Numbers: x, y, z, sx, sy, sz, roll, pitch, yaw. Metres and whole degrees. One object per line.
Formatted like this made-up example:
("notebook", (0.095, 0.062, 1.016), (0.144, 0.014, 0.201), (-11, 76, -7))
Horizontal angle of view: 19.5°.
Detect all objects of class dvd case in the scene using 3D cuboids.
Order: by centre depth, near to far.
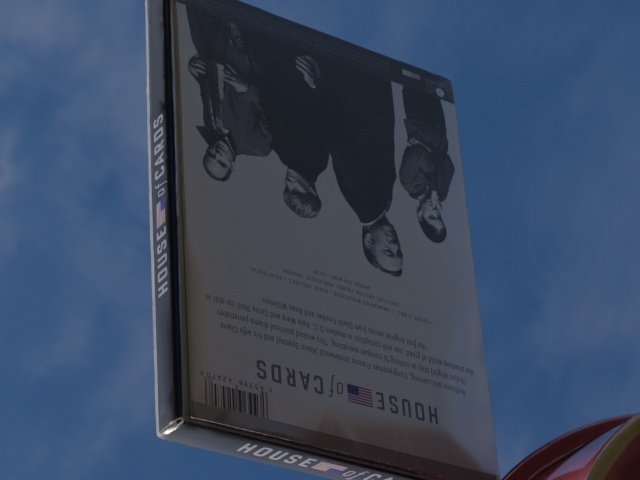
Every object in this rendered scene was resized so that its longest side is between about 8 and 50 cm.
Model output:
("dvd case", (0.000, 0.000, 0.892), (0.029, 0.179, 0.239), (-37, -133, 43))

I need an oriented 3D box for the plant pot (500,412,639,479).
("plant pot", (0.155, 0.151, 0.765), (0.201, 0.180, 0.201), (0, -114, -1))
